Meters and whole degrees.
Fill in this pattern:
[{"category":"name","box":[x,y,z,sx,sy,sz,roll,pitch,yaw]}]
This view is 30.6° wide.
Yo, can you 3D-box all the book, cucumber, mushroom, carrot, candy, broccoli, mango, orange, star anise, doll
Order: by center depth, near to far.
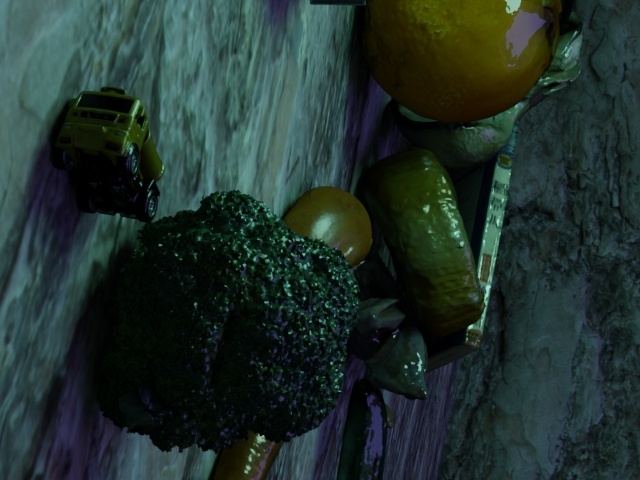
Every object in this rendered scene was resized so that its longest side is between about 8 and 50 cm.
[{"category":"broccoli","box":[-0.065,0.062,0.822,0.156,0.195,0.195,-29,-140,57]},{"category":"carrot","box":[-0.076,0.222,1.115,0.059,0.059,0.248,85,23,-46]},{"category":"mango","box":[0.004,0.000,1.233,0.159,0.084,0.105,-54,145,-63]},{"category":"orange","box":[0.169,-0.264,1.419,0.246,0.246,0.246,9,90,-77]},{"category":"star anise","box":[0.076,0.121,1.565,0.257,0.110,0.198,-95,167,-80]},{"category":"candy","box":[0.141,0.004,1.583,0.260,0.118,0.260,-18,90,-87]},{"category":"mushroom","box":[0.251,-0.213,1.691,0.344,0.247,0.130,-53,136,-36]},{"category":"cucumber","box":[0.067,0.334,1.791,0.115,0.063,0.244,-38,135,-72]},{"category":"book","box":[0.200,0.005,1.842,0.300,0.039,0.428,-38,-146,61]},{"category":"doll","box":[0.092,0.256,1.857,0.061,0.051,0.093,-114,-154,-58]}]

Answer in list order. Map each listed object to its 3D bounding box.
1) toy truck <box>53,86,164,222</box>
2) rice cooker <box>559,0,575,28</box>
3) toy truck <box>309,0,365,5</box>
[{"category":"toy truck","box":[-0.126,-0.054,0.715,0.083,0.049,0.054,78,24,-60]},{"category":"rice cooker","box":[0.244,-0.416,1.614,0.267,0.267,0.224,75,20,-60]},{"category":"toy truck","box":[0.016,-0.321,1.029,0.257,0.108,0.140,89,4,-45]}]
